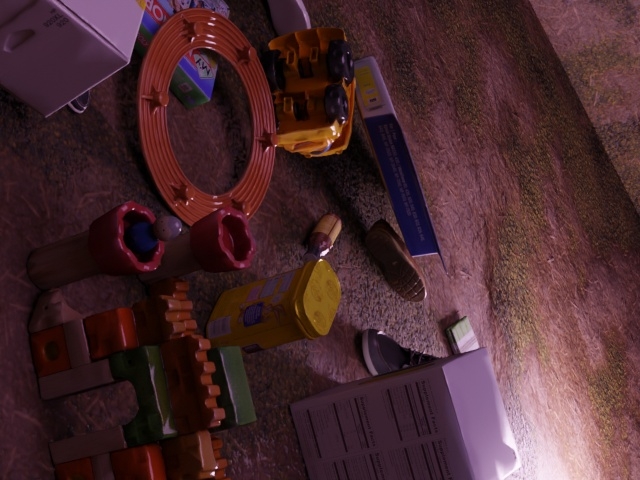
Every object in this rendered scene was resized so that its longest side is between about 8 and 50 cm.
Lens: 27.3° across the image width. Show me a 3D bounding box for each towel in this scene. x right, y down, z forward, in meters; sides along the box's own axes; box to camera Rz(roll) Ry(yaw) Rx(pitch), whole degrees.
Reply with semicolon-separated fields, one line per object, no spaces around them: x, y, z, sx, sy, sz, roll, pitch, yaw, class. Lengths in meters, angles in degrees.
0.296;0.235;2.632;0.113;0.023;0.152;-24;93;-65;towel

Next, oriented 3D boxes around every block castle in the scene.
-0.158;0.183;1.600;0.303;0.213;0.453;2;73;-61;block castle

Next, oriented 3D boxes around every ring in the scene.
-0.154;-0.176;1.940;0.336;0.032;0.336;6;83;-58;ring

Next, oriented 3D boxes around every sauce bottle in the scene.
0.000;0.000;2.191;0.042;0.042;0.128;63;30;-19;sauce bottle

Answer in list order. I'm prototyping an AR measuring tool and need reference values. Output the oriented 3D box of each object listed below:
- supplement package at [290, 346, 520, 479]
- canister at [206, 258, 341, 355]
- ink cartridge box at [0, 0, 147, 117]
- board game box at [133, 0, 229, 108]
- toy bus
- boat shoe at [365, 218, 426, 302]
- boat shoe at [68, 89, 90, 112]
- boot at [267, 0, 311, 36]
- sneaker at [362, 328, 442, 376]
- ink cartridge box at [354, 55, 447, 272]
0.132;0.299;2.014;0.199;0.263;0.198;-10;83;-63;supplement package
-0.068;0.100;1.862;0.073;0.170;0.126;58;30;-25;canister
-0.321;-0.307;1.602;0.168;0.171;0.232;38;43;-31;ink cartridge box
-0.253;-0.375;1.937;0.317;0.046;0.213;49;35;-39;board game box
-0.008;-0.214;2.219;0.211;0.149;0.220;65;24;-51;toy bus
0.146;0.036;2.418;0.178;0.064;0.060;56;33;-24;boat shoe
-0.318;-0.230;1.735;0.046;0.038;0.125;23;54;-56;boat shoe
-0.055;-0.431;2.310;0.086;0.069;0.190;-38;106;-59;boot
0.165;0.211;2.288;0.222;0.118;0.083;47;37;-40;sneaker
0.134;-0.132;2.343;0.307;0.072;0.303;-98;169;-58;ink cartridge box
